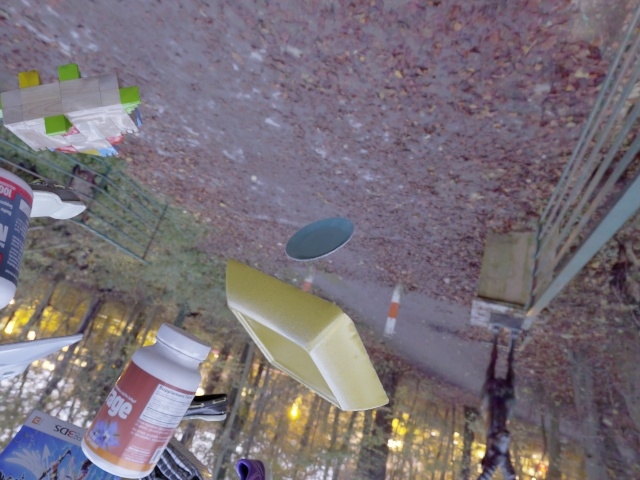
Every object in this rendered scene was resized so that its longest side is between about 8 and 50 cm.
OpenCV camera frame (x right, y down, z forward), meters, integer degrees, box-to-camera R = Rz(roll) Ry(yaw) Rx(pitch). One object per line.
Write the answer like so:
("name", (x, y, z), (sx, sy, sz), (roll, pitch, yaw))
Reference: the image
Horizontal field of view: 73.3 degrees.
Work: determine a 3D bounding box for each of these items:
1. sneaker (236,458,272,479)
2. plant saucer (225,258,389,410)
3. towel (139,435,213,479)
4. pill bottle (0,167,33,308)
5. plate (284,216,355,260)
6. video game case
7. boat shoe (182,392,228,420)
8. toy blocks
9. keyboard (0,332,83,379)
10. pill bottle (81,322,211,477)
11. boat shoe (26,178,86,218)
("sneaker", (-0.117, 0.450, 0.736), (0.071, 0.068, 0.170), (30, -172, -26))
("plant saucer", (-0.047, 0.214, 0.890), (0.332, 0.081, 0.333), (18, 146, 40))
("towel", (-0.427, 0.599, 1.157), (0.283, 0.121, 0.235), (34, 153, 16))
("pill bottle", (-0.367, 0.019, 0.436), (0.107, 0.180, 0.108), (-5, 157, -2))
("plate", (0.000, 0.000, 1.086), (0.188, 0.188, 0.024), (2, 127, 37))
("video game case", (-0.582, 0.533, 0.909), (0.244, 0.270, 0.061), (20, 137, 2))
("boat shoe", (-0.366, 0.455, 1.191), (0.227, 0.069, 0.081), (15, 168, -33))
("toy blocks", (-0.670, -0.331, 1.221), (0.380, 0.191, 0.261), (-13, 167, -7))
("keyboard", (-0.246, 0.078, 0.233), (0.072, 0.014, 0.256), (-30, 170, 5))
("pill bottle", (-0.273, 0.251, 0.701), (0.121, 0.216, 0.121), (26, 166, 7))
("boat shoe", (-0.839, -0.133, 1.313), (0.091, 0.109, 0.305), (57, 178, 2))
